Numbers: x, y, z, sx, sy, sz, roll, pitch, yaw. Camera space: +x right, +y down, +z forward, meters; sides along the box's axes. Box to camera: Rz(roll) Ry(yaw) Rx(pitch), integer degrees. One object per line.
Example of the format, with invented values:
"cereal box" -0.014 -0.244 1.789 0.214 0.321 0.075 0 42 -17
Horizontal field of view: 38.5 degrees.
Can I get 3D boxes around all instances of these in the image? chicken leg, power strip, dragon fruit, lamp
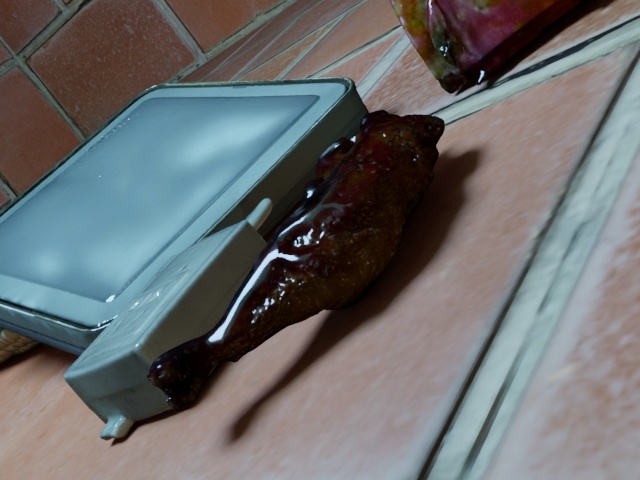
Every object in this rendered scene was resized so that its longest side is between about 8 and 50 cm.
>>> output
"chicken leg" 0.005 -0.003 0.428 0.089 0.048 0.219 -28 19 40
"power strip" -0.066 0.029 0.498 0.075 0.042 0.175 -25 21 42
"dragon fruit" 0.123 -0.216 0.624 0.262 0.189 0.163 -62 -2 -47
"lamp" -0.131 -0.031 0.675 0.269 0.047 0.266 8 45 46

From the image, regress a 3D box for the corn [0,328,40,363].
"corn" -0.295 0.069 0.802 0.210 0.087 0.087 -22 22 36
